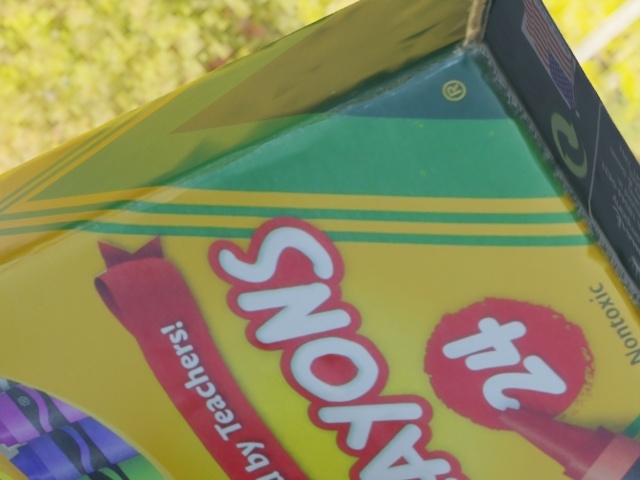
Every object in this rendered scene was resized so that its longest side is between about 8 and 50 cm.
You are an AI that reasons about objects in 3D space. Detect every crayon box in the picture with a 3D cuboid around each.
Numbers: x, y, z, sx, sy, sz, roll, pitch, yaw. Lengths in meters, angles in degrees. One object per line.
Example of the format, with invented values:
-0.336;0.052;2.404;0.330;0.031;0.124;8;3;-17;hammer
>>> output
-0.030;0.056;0.631;0.202;0.318;0.081;54;-152;-23;crayon box
